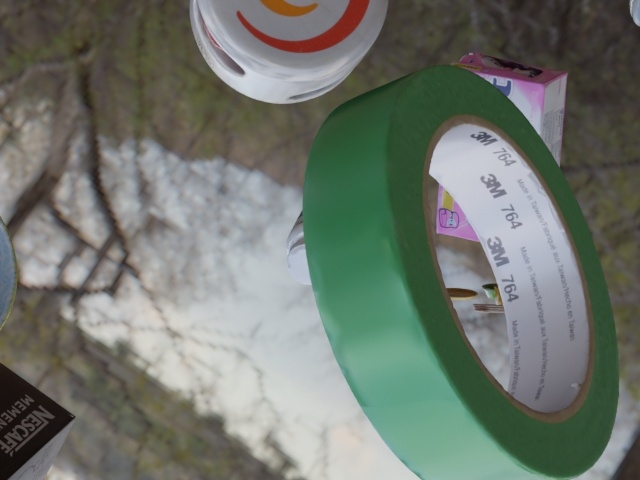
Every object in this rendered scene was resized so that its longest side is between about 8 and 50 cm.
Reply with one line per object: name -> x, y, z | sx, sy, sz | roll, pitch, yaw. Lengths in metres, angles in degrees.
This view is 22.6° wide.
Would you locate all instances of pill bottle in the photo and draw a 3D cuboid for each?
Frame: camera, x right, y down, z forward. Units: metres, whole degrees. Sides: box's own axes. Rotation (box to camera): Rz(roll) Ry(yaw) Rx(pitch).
pill bottle -> 0.000, 0.000, 1.740 | 0.067, 0.067, 0.120 | 34, -152, -5

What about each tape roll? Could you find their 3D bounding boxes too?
tape roll -> 0.113, 0.030, 1.195 | 0.077, 0.321, 0.321 | -21, 138, 31

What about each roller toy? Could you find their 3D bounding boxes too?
roller toy -> -0.037, -0.241, 1.619 | 0.209, 0.191, 0.146 | 15, 171, -7

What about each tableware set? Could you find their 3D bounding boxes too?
tableware set -> 0.137, 0.055, 1.737 | 0.154, 0.024, 0.104 | 1, -170, 1

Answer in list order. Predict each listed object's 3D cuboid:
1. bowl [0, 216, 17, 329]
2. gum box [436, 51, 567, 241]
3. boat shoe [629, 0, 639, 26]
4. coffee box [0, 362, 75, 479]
bowl -> -0.514, 0.059, 1.895 | 0.289, 0.289, 0.156 | 34, 150, -2
gum box -> 0.182, -0.092, 1.617 | 0.107, 0.188, 0.062 | 14, -157, 28
boat shoe -> 0.383, -0.382, 1.755 | 0.099, 0.116, 0.319 | 29, 128, 28
coffee box -> -0.390, 0.228, 1.532 | 0.168, 0.119, 0.297 | 35, -149, 7
